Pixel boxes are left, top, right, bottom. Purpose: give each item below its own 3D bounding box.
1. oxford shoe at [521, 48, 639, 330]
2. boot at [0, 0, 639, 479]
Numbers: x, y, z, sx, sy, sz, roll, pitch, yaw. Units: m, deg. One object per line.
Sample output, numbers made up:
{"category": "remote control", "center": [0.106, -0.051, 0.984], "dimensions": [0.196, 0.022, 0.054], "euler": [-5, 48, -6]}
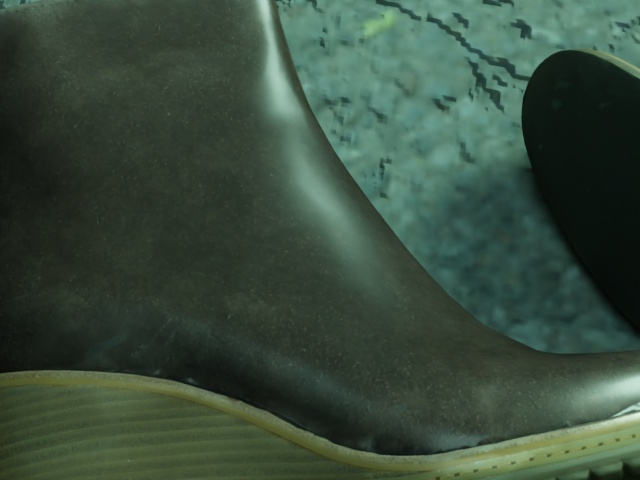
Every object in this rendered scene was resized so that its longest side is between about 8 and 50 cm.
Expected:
{"category": "oxford shoe", "center": [0.157, 0.007, 0.654], "dimensions": [0.212, 0.076, 0.076], "euler": [43, 41, 17]}
{"category": "boot", "center": [0.000, 0.000, 0.625], "dimensions": [0.249, 0.090, 0.206], "euler": [-9, 69, -3]}
